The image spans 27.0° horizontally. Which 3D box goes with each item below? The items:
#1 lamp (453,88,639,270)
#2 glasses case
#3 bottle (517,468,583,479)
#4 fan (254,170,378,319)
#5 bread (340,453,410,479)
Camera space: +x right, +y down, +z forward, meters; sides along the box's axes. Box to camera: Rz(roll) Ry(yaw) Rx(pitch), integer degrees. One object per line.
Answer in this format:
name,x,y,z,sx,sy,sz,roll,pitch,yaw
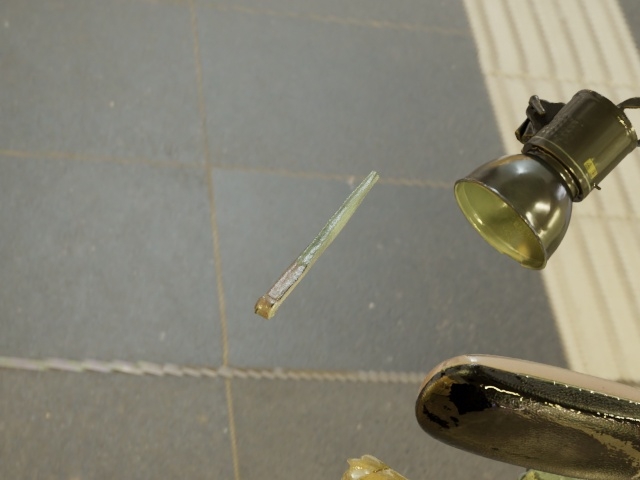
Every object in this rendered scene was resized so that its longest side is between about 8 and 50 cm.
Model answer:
lamp,0.283,-0.096,1.596,0.227,0.147,0.172,-44,44,-14
glasses case,0.255,0.196,1.440,0.314,0.122,0.075,14,44,-12
bottle,0.391,0.409,1.863,0.269,0.083,0.083,46,51,5
fan,0.000,0.000,1.456,0.023,0.057,0.282,40,39,-1
bread,0.078,0.381,1.179,0.211,0.315,0.270,-19,30,-40
